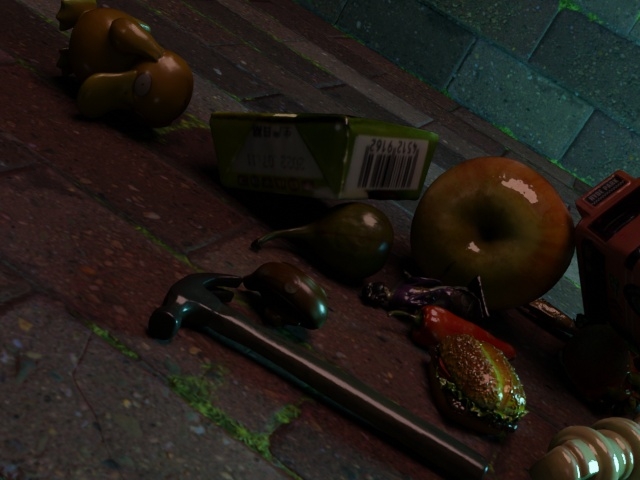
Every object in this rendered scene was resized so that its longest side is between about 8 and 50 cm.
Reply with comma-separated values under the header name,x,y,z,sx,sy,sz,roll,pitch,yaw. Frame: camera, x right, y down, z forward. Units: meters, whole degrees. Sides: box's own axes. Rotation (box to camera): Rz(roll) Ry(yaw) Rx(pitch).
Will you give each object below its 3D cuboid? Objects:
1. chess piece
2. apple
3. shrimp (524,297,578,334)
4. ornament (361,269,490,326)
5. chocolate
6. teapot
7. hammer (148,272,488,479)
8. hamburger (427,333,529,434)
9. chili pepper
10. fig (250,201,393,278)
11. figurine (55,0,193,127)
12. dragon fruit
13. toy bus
name,x,y,z,sx,sy,sz,roll,pitch,yaw
chess piece,0.418,0.298,1.222,0.397,0.117,0.117,5,33,-45
apple,0.301,-0.010,1.536,0.286,0.286,0.233,35,9,11
shrimp,0.442,0.135,1.689,0.162,0.045,0.095,32,21,9
ornament,0.162,0.086,1.392,0.203,0.088,0.081,14,48,-15
chocolate,0.007,-0.144,1.494,0.288,0.137,0.301,9,6,35
teapot,-0.049,0.079,1.163,0.129,0.078,0.098,32,-21,29
hammer,0.006,0.174,1.058,0.440,0.044,0.168,31,23,1
hamburger,0.224,0.195,1.223,0.137,0.087,0.166,23,23,-18
chili pepper,0.215,0.150,1.351,0.272,0.063,0.071,22,48,-27
fig,0.000,0.000,1.372,0.236,0.124,0.124,-1,32,-18
figurine,-0.332,-0.297,1.469,0.215,0.215,0.228,7,45,-45
dragon fruit,0.476,0.224,1.465,0.138,0.142,0.175,-2,-45,45
toy bus,0.574,0.083,1.498,0.233,0.203,0.427,46,-12,42
